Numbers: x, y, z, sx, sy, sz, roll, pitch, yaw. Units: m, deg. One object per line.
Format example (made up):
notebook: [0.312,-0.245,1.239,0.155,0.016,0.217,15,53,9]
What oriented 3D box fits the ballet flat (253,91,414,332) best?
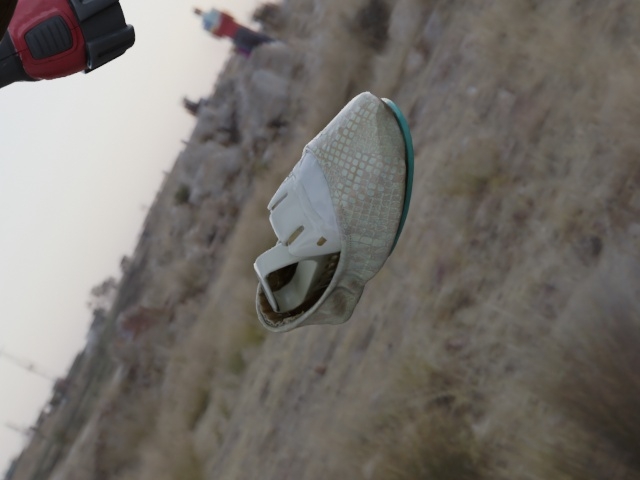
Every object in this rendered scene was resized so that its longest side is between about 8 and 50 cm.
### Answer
ballet flat: [0.000,0.000,0.503,0.168,0.052,0.057,104,144,-59]

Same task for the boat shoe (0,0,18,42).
boat shoe: [-0.226,-0.083,0.516,0.121,0.110,0.341,-30,-29,-56]

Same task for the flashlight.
flashlight: [-0.303,-0.138,0.925,0.304,0.103,0.103,-28,-19,-20]
